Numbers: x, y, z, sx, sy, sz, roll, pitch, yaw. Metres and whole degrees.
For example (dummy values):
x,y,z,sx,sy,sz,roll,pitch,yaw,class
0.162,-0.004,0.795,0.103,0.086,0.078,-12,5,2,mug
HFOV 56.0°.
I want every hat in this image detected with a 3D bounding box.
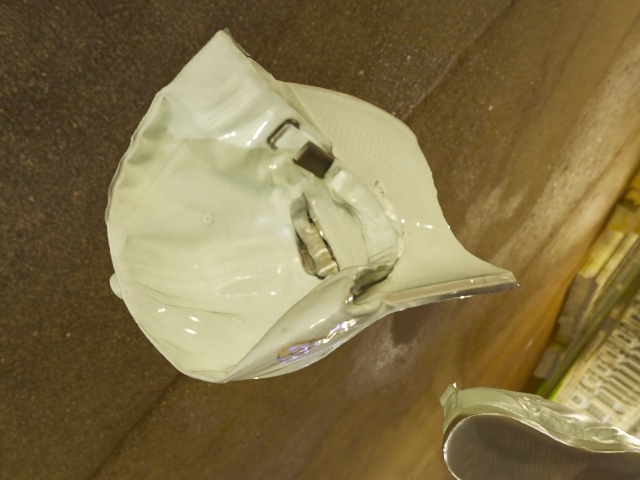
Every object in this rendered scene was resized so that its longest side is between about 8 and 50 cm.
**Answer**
x,y,z,sx,sy,sz,roll,pitch,yaw,class
0.000,-0.004,0.486,0.302,0.257,0.168,7,137,-38,hat

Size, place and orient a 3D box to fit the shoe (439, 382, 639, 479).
x,y,z,sx,sy,sz,roll,pitch,yaw,class
0.251,0.224,0.645,0.098,0.275,0.103,-95,-151,-71,shoe
